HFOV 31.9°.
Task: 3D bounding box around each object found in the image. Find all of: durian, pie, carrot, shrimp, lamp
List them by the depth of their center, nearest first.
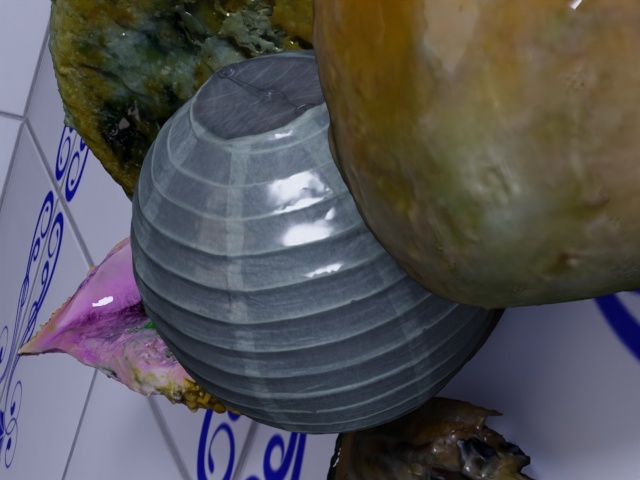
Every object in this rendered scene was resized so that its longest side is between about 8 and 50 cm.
[{"bbox_3d":[0.099,-0.148,0.494,0.224,0.224,0.340,-4,97,64],"label":"carrot"},{"bbox_3d":[0.060,0.180,0.684,0.253,0.058,0.173,177,96,-67],"label":"shrimp"},{"bbox_3d":[0.000,0.000,0.690,0.265,0.233,0.233,53,126,51],"label":"lamp"},{"bbox_3d":[-0.098,-0.154,0.945,0.078,0.296,0.371,-50,-2,-47],"label":"pie"},{"bbox_3d":[-0.126,0.063,0.985,0.260,0.154,0.186,28,110,45],"label":"durian"}]
